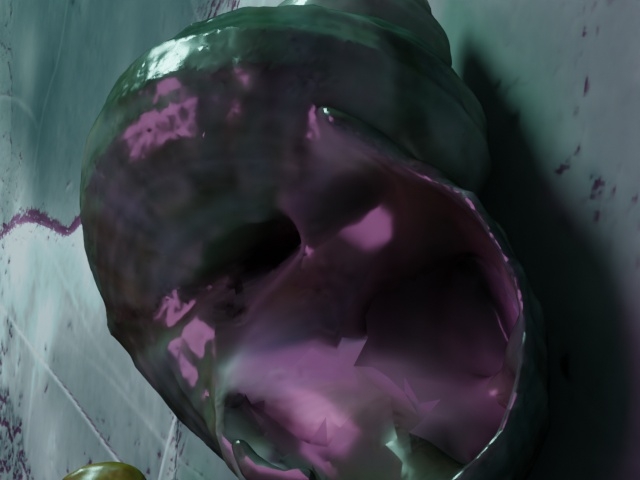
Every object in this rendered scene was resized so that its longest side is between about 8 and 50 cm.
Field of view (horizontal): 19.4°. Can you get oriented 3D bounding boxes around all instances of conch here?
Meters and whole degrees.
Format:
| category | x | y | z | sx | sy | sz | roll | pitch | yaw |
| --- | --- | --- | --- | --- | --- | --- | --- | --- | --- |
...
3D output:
| category | x | y | z | sx | sy | sz | roll | pitch | yaw |
| --- | --- | --- | --- | --- | --- | --- | --- | --- | --- |
| conch | 0.000 | 0.000 | 0.771 | 0.220 | 0.195 | 0.277 | -23 | 40 | 42 |

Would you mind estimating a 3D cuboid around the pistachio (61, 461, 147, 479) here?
| category | x | y | z | sx | sy | sz | roll | pitch | yaw |
| --- | --- | --- | --- | --- | --- | --- | --- | --- | --- |
| pistachio | -0.124 | 0.218 | 1.102 | 0.110 | 0.100 | 0.189 | 32 | 109 | 39 |
